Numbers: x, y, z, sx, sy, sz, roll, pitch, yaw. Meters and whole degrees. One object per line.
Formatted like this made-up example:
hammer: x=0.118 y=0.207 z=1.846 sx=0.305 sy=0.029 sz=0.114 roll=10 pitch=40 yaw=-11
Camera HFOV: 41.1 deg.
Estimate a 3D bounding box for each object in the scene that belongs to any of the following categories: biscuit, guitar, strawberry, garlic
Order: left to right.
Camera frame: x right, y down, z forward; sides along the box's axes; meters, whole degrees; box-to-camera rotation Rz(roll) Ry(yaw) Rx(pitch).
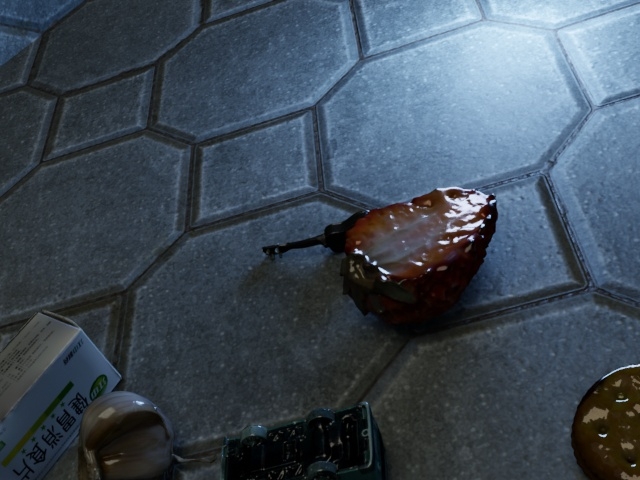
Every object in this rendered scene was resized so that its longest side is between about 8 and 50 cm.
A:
garlic: x=-0.319 y=0.374 z=1.455 sx=0.256 sy=0.207 sz=0.207 roll=24 pitch=60 yaw=25
guitar: x=-0.001 y=0.002 z=1.759 sx=0.271 sy=0.084 sz=0.038 roll=-15 pitch=44 yaw=21
strawberry: x=0.200 y=0.031 z=1.587 sx=0.336 sy=0.149 sz=0.265 roll=-34 pitch=35 yaw=-25
biscuit: x=0.477 y=0.279 z=1.249 sx=0.220 sy=0.066 sz=0.220 roll=-14 pitch=42 yaw=13

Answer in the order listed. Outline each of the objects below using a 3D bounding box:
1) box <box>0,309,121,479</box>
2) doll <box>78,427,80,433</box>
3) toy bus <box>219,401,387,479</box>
box: x=-0.553 y=0.311 z=1.624 sx=0.145 sy=0.173 sz=0.333 roll=16 pitch=56 yaw=34
doll: x=-0.412 y=0.355 z=1.608 sx=0.083 sy=0.050 sz=0.076 roll=-38 pitch=48 yaw=-17
toy bus: x=-0.019 y=0.358 z=1.344 sx=0.256 sy=0.147 sz=0.128 roll=-18 pitch=43 yaw=15
